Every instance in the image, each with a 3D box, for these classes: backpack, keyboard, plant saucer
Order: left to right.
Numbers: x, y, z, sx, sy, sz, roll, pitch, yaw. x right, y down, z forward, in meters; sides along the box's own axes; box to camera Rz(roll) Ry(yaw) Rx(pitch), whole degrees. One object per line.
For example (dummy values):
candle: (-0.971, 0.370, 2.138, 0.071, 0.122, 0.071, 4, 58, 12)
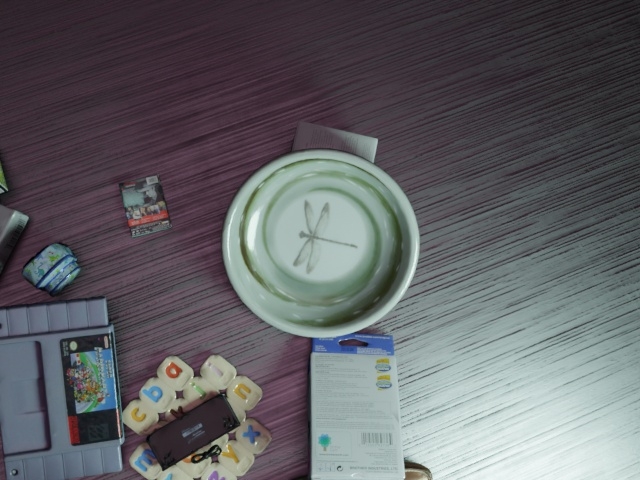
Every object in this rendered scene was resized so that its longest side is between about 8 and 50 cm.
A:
backpack: (-0.540, 0.058, 1.580, 0.084, 0.114, 0.105, 43, 80, 0)
keyboard: (-0.252, 0.402, 1.597, 0.180, 0.023, 0.108, -30, 81, -8)
plant saucer: (0.000, 0.000, 1.616, 0.401, 0.100, 0.400, 0, 107, 1)

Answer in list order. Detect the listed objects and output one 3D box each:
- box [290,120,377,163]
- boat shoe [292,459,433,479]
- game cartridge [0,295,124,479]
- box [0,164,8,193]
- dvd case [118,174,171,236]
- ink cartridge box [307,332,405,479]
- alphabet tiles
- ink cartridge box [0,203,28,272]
box: (0.021, -0.176, 1.662, 0.171, 0.130, 0.090, 12, 81, -4)
boat shoe: (0.078, 0.527, 1.590, 0.325, 0.116, 0.123, -11, 86, -7)
game cartridge: (-0.515, 0.295, 1.543, 0.230, 0.068, 0.354, -5, 95, -9)
box: (-0.750, -0.113, 1.589, 0.207, 0.036, 0.114, -23, 67, -2)
dvd case: (-0.373, -0.074, 1.666, 0.087, 0.013, 0.119, -15, 86, -8)
ink cartridge box: (0.067, 0.339, 1.602, 0.186, 0.065, 0.311, 3, 59, -6)
alphabet tiles: (-0.255, 0.384, 1.620, 0.278, 0.021, 0.284, 38, 81, -1)
ink cartridge box: (-0.744, -0.010, 1.609, 0.232, 0.066, 0.189, 20, 80, 19)
